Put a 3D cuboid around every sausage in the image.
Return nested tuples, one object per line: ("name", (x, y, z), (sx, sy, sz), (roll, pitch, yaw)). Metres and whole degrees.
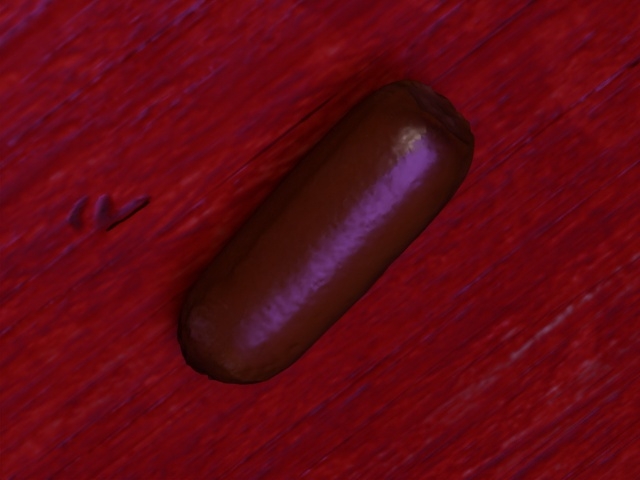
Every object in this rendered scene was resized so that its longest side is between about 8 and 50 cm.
("sausage", (0.000, 0.000, 0.978), (0.076, 0.076, 0.197), (33, 104, -37))
